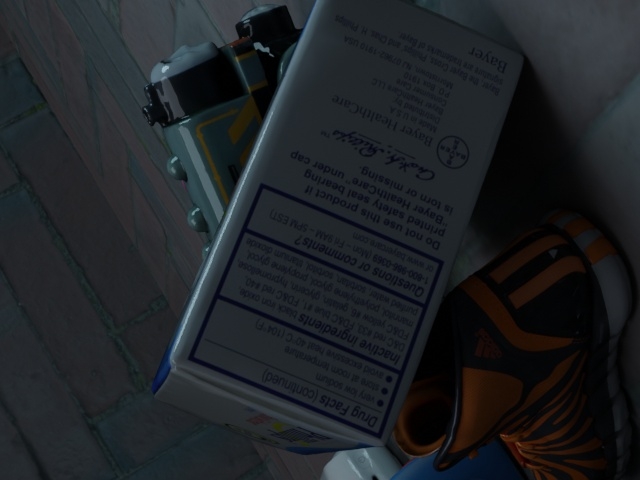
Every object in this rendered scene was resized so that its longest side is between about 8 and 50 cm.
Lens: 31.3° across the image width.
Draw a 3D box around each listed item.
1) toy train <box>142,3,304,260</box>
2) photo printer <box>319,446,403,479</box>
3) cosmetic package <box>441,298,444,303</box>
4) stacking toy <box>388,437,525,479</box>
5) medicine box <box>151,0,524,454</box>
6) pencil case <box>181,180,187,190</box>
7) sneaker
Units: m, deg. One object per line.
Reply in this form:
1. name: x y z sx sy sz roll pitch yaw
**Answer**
1. toy train: -0.035 -0.045 1.069 0.334 0.190 0.142 68 163 -12
2. photo printer: 0.098 0.432 1.718 0.256 0.107 0.307 56 165 16
3. cosmetic package: 0.097 0.108 1.136 0.239 0.099 0.060 45 161 47
4. stacking toy: 0.101 0.325 1.290 0.175 0.166 0.302 59 153 1
5. medicine box: 0.000 0.000 0.843 0.149 0.289 0.263 24 165 -5
6. pencil case: -0.113 -0.045 1.554 0.098 0.095 0.209 21 -159 -52
7. sneaker: 0.135 0.126 0.879 0.124 0.180 0.321 46 159 44
